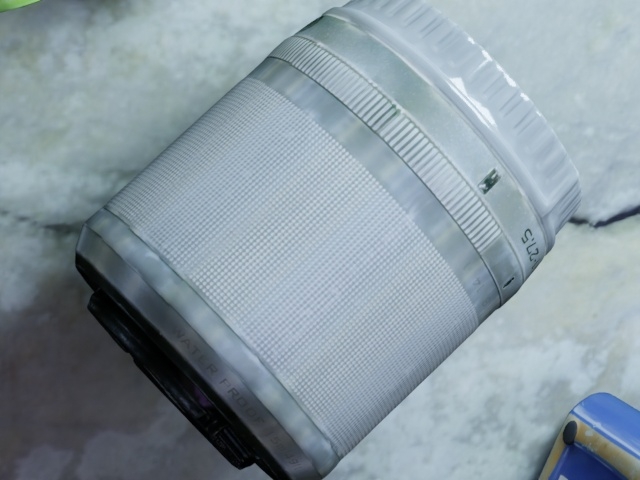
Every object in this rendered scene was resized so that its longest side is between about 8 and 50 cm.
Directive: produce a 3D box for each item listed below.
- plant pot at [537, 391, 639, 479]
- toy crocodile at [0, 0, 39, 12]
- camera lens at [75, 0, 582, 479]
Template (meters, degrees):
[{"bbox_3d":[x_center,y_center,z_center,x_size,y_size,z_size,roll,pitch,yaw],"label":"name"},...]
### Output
[{"bbox_3d":[0.273,0.251,1.366,0.212,0.236,0.236,20,96,-22],"label":"plant pot"},{"bbox_3d":[-0.130,-0.208,1.087,0.341,0.105,0.115,-21,113,-26],"label":"toy crocodile"},{"bbox_3d":[0.000,0.000,1.156,0.274,0.219,0.219,-43,119,-8],"label":"camera lens"}]
